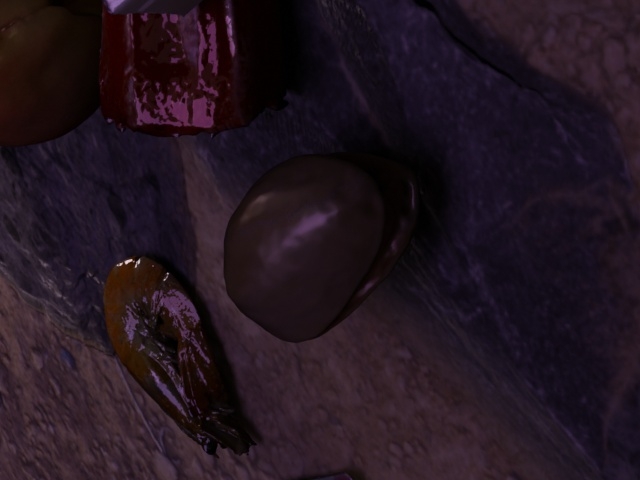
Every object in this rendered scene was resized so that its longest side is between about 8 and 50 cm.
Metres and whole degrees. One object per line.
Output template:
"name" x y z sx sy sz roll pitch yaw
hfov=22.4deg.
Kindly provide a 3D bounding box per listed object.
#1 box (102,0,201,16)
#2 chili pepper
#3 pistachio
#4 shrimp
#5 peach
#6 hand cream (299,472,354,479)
"box" -0.114 -0.307 1.078 0.194 0.111 0.260 -35 79 24
"chili pepper" -0.098 -0.202 1.190 0.144 0.136 0.253 -136 41 -67
"pistachio" 0.000 0.000 1.169 0.185 0.124 0.124 -35 83 49
"shrimp" -0.129 0.106 1.446 0.217 0.051 0.115 54 140 17
"peach" -0.257 -0.164 1.343 0.184 0.184 0.184 27 130 38
"hand cream" 0.046 0.365 1.378 0.124 0.077 0.341 -21 90 54
